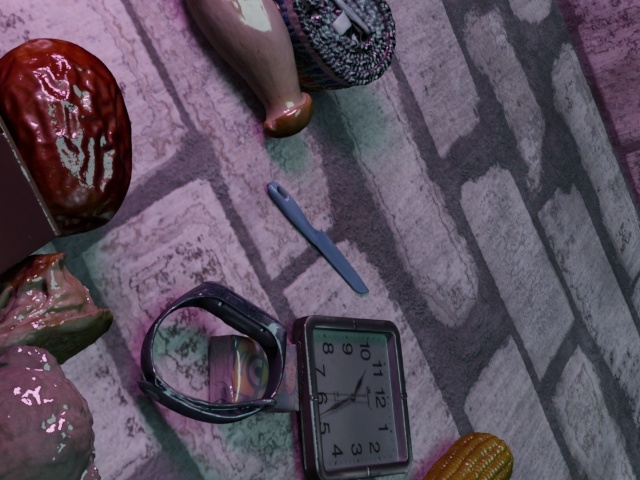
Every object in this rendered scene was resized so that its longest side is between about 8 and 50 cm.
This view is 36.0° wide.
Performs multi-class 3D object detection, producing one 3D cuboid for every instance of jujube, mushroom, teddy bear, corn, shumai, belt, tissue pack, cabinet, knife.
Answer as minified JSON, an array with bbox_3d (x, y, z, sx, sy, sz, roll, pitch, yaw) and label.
[{"bbox_3d":[-0.325,-0.134,1.232,0.183,0.183,0.243,3,65,-52],"label":"jujube"},{"bbox_3d":[-0.117,-0.327,1.620,0.350,0.128,0.128,61,39,-24],"label":"mushroom"},{"bbox_3d":[-0.361,0.221,0.994,0.267,0.151,0.236,-21,80,-16],"label":"teddy bear"},{"bbox_3d":[0.242,0.468,1.789,0.344,0.131,0.131,-35,105,-52],"label":"corn"},{"bbox_3d":[-0.346,0.091,1.133,0.201,0.201,0.120,-18,74,-53],"label":"shumai"},{"bbox_3d":[-0.011,-0.392,1.750,0.295,0.160,0.206,33,71,-39],"label":"belt"},{"bbox_3d":[-0.099,0.205,1.502,0.148,0.060,0.108,18,66,-47],"label":"tissue pack"},{"bbox_3d":[-0.437,-0.053,1.090,0.175,0.148,0.215,-44,116,-50],"label":"cabinet"},{"bbox_3d":[0.000,0.000,1.740,0.313,0.019,0.044,50,41,-32],"label":"knife"}]

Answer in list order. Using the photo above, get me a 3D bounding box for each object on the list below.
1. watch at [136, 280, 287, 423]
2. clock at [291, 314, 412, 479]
[{"bbox_3d":[-0.146,0.168,1.391,0.206,0.068,0.193,35,61,-9],"label":"watch"},{"bbox_3d":[0.053,0.268,1.682,0.279,0.049,0.273,11,71,-50],"label":"clock"}]
